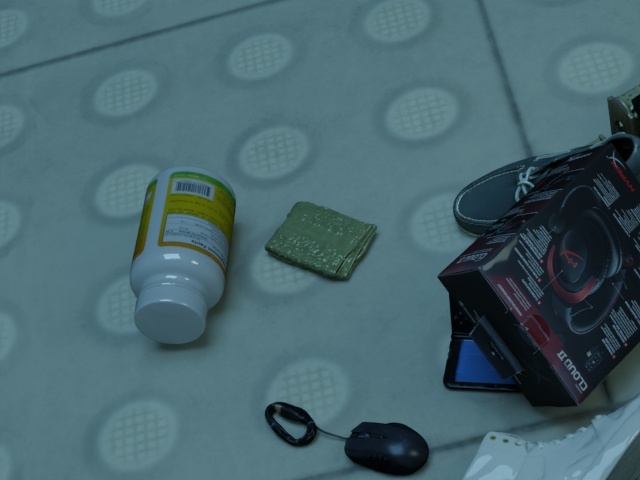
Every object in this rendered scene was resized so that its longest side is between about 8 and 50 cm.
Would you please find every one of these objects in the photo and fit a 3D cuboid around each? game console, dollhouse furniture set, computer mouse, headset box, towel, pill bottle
[{"bbox_3d":[0.233,0.124,1.852,0.144,0.124,0.085,1,22,18],"label":"game console"},{"bbox_3d":[0.470,-0.141,1.996,0.182,0.101,0.161,-30,47,-9],"label":"dollhouse furniture set"},{"bbox_3d":[0.029,0.247,1.835,0.242,0.041,0.071,11,55,27],"label":"computer mouse"},{"bbox_3d":[0.306,0.054,1.777,0.293,0.218,0.110,-42,11,-23],"label":"headset box"},{"bbox_3d":[0.000,0.000,2.076,0.148,0.027,0.110,19,58,30],"label":"towel"},{"bbox_3d":[-0.201,0.023,2.045,0.136,0.136,0.245,-6,48,13],"label":"pill bottle"}]

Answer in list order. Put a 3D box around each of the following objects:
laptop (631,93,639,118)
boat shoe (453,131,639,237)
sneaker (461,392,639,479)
[{"bbox_3d":[0.545,-0.110,1.855,0.234,0.264,0.136,-27,-2,33],"label":"laptop"},{"bbox_3d":[0.314,-0.083,1.948,0.319,0.099,0.116,-12,64,30],"label":"boat shoe"},{"bbox_3d":[0.285,0.253,1.701,0.292,0.108,0.169,-43,53,-19],"label":"sneaker"}]
